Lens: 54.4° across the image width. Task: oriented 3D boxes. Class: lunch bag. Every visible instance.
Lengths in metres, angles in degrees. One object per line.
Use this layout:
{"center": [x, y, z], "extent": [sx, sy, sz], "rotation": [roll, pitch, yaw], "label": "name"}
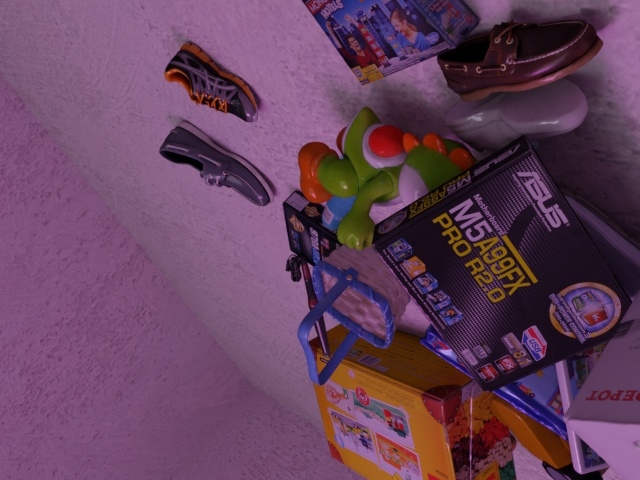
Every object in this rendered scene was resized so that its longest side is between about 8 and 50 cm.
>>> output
{"center": [0.334, 0.139, 0.927], "extent": [0.293, 0.221, 0.138], "rotation": [35, 169, 12], "label": "lunch bag"}

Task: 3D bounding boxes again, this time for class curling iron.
{"center": [-0.021, 0.160, 1.542], "extent": [0.068, 0.035, 0.274], "rotation": [-13, 100, 55], "label": "curling iron"}

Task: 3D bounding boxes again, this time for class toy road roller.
{"center": [0.403, 0.278, 1.120], "extent": [0.329, 0.202, 0.240], "rotation": [53, 166, -28], "label": "toy road roller"}

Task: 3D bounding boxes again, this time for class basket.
{"center": [0.062, 0.147, 1.303], "extent": [0.201, 0.289, 0.254], "rotation": [26, 150, 22], "label": "basket"}

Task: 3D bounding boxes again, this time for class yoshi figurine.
{"center": [0.133, -0.064, 0.933], "extent": [0.203, 0.203, 0.362], "rotation": [19, -178, -39], "label": "yoshi figurine"}

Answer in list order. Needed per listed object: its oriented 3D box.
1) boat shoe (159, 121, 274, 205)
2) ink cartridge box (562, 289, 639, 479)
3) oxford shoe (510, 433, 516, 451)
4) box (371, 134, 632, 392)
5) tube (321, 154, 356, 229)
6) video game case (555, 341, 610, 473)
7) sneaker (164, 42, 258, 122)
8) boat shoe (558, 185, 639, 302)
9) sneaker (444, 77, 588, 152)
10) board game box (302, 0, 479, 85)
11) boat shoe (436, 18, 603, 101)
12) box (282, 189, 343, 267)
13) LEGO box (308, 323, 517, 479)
{"center": [-0.254, -0.165, 1.506], "extent": [0.319, 0.099, 0.116], "rotation": [36, 156, 14], "label": "boat shoe"}
{"center": [0.424, 0.105, 0.621], "extent": [0.129, 0.307, 0.223], "rotation": [44, 158, -5], "label": "ink cartridge box"}
{"center": [0.352, 0.480, 1.654], "extent": [0.364, 0.130, 0.132], "rotation": [4, 130, 56], "label": "oxford shoe"}
{"center": [0.226, 0.040, 0.767], "extent": [0.216, 0.060, 0.270], "rotation": [-31, 109, 23], "label": "box"}
{"center": [0.048, -0.090, 1.227], "extent": [0.080, 0.052, 0.207], "rotation": [35, 152, 5], "label": "tube"}
{"center": [0.425, 0.206, 0.873], "extent": [0.023, 0.183, 0.201], "rotation": [-174, 73, -81], "label": "video game case"}
{"center": [-0.214, -0.295, 1.232], "extent": [0.215, 0.083, 0.084], "rotation": [37, 155, 8], "label": "sneaker"}
{"center": [0.403, 0.039, 0.824], "extent": [0.302, 0.094, 0.109], "rotation": [45, 131, -3], "label": "boat shoe"}
{"center": [0.253, -0.141, 0.776], "extent": [0.094, 0.080, 0.212], "rotation": [47, 167, -24], "label": "sneaker"}
{"center": [0.068, -0.309, 0.781], "extent": [0.194, 0.060, 0.194], "rotation": [52, 156, -20], "label": "board game box"}
{"center": [0.212, -0.210, 0.706], "extent": [0.073, 0.073, 0.207], "rotation": [49, 156, -21], "label": "boat shoe"}
{"center": [0.000, 0.000, 1.452], "extent": [0.175, 0.051, 0.220], "rotation": [34, 157, 19], "label": "box"}
{"center": [0.210, 0.439, 1.558], "extent": [0.500, 0.193, 0.372], "rotation": [11, 119, 52], "label": "LEGO box"}
